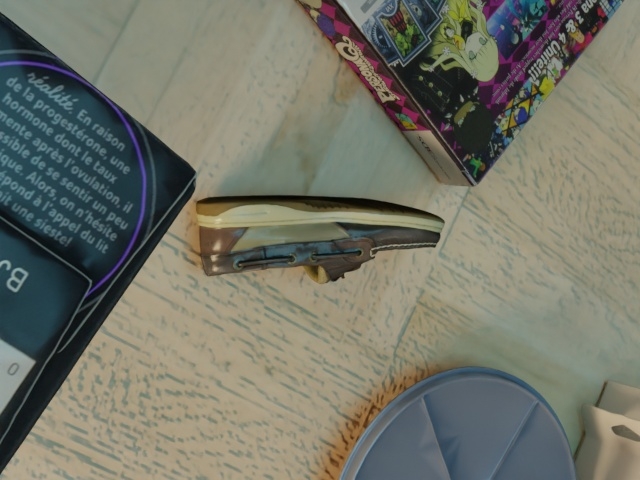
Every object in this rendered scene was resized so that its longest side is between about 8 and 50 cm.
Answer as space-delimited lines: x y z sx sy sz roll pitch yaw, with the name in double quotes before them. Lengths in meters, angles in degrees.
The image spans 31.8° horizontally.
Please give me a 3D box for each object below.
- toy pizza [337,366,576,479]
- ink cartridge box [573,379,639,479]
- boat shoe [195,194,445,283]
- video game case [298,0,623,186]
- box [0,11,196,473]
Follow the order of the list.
"toy pizza" 0.084 0.179 0.722 0.201 0.032 0.201 -3 95 -31
"ink cartridge box" 0.247 0.166 0.784 0.143 0.092 0.090 31 79 -27
"boat shoe" 0.000 0.000 0.650 0.152 0.056 0.049 2 98 -21
"video game case" 0.095 -0.187 0.694 0.210 0.042 0.232 48 71 -25
"box" -0.192 -0.016 0.402 0.165 0.270 0.143 40 74 -27
